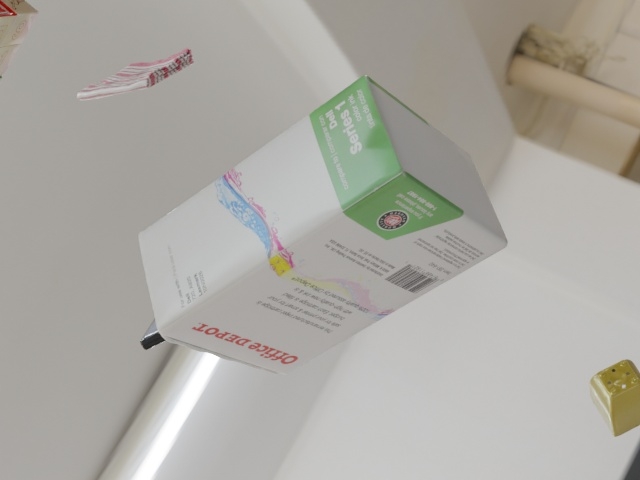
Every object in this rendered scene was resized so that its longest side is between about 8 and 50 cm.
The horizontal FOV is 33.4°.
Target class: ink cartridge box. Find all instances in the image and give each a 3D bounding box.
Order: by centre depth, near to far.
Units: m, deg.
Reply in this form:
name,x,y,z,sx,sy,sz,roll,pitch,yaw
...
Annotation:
name,x,y,z,sx,sy,sz,roll,pitch,yaw
ink cartridge box,0.000,0.000,0.998,0.278,0.117,0.201,-32,-33,22

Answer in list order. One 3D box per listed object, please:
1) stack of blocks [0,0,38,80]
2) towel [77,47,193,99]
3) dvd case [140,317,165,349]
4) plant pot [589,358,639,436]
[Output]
name,x,y,z,sx,sy,sz,roll,pitch,yaw
stack of blocks,-0.383,-0.265,1.092,0.297,0.171,0.087,-53,-4,21
towel,-0.322,-0.291,1.868,0.197,0.144,0.029,-51,-51,-61
dvd case,-0.204,0.101,1.843,0.180,0.022,0.253,-27,12,11
plant pot,0.442,0.221,1.564,0.081,0.081,0.083,-28,-43,4
